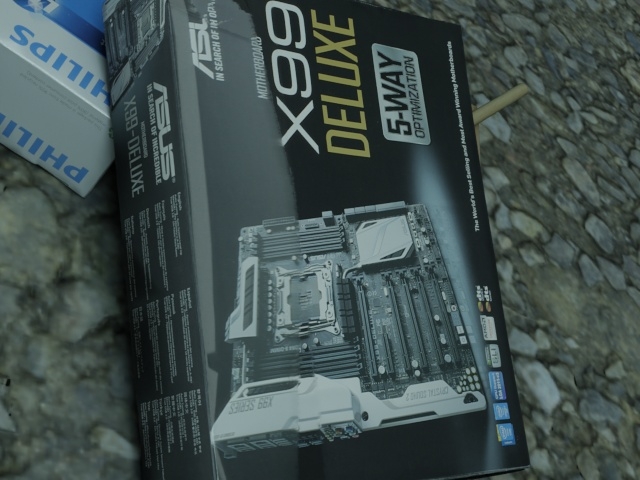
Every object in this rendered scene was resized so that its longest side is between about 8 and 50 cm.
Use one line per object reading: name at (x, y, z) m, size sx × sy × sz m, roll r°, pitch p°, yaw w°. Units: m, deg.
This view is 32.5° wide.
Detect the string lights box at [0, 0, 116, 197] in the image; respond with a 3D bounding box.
string lights box at (-0.155, -0.164, 0.751) m, size 0.133 × 0.077 × 0.260 m, roll 34°, pitch 41°, yaw -16°

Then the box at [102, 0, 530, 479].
box at (0.000, 0.000, 0.674) m, size 0.242 × 0.076 × 0.308 m, roll 4°, pitch 73°, yaw -40°

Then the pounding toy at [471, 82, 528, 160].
pounding toy at (0.082, -0.081, 0.863) m, size 0.141 × 0.100 × 0.130 m, roll 26°, pitch 44°, yaw -21°
